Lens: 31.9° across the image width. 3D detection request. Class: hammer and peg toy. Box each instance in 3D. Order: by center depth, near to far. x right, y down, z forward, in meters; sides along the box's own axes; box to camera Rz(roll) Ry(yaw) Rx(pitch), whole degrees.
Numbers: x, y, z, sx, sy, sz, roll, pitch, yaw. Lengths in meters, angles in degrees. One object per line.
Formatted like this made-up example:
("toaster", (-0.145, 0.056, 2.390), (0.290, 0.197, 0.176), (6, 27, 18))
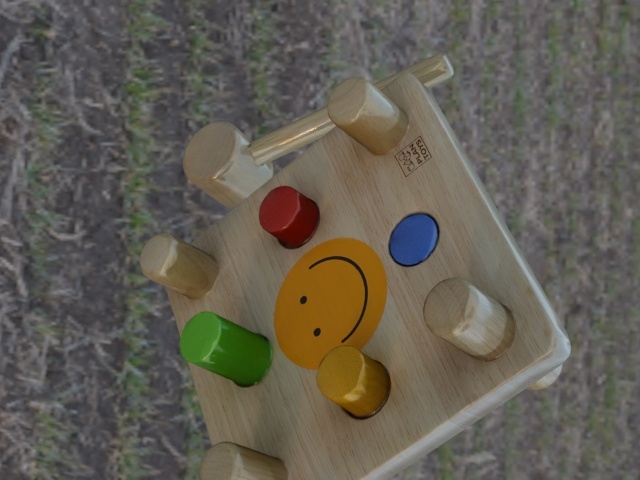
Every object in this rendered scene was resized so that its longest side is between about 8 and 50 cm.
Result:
("hammer and peg toy", (0.000, 0.000, 0.793), (0.127, 0.266, 0.361), (32, 28, -46))
